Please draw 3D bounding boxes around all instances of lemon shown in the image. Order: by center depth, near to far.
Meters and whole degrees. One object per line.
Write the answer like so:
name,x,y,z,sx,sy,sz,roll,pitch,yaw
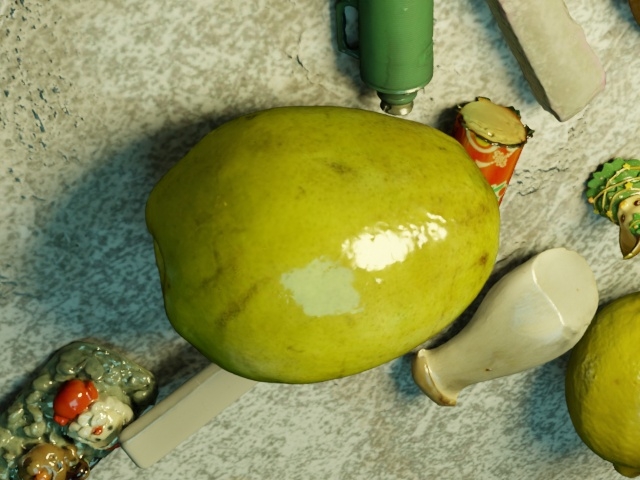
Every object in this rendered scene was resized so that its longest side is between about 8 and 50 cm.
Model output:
lemon,0.370,0.152,1.501,0.184,0.184,0.248,-2,118,-18

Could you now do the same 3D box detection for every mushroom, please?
mushroom,0.203,0.100,1.462,0.116,0.093,0.225,37,119,-23

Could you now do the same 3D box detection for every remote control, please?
remote control,-0.096,0.138,1.376,0.261,0.029,0.067,-38,143,-10

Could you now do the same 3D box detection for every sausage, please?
sausage,0.137,-0.015,1.346,0.083,0.083,0.264,1,129,-21

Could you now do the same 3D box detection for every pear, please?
pear,0.000,0.000,1.197,0.307,0.253,0.253,-15,132,-15

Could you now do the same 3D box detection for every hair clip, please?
hair clip,-0.304,0.241,1.385,0.321,0.091,0.138,-44,126,16

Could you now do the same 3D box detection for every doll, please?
doll,0.336,-0.027,1.385,0.077,0.113,0.078,15,123,-46

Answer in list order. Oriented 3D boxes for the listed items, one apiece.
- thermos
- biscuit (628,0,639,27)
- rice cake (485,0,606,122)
thermos,0.062,-0.193,1.169,0.083,0.073,0.187,-13,132,-11
biscuit,0.473,-0.299,1.235,0.394,0.070,0.350,16,119,-31
rice cake,0.162,-0.254,1.162,0.070,0.064,0.399,-36,132,-1
